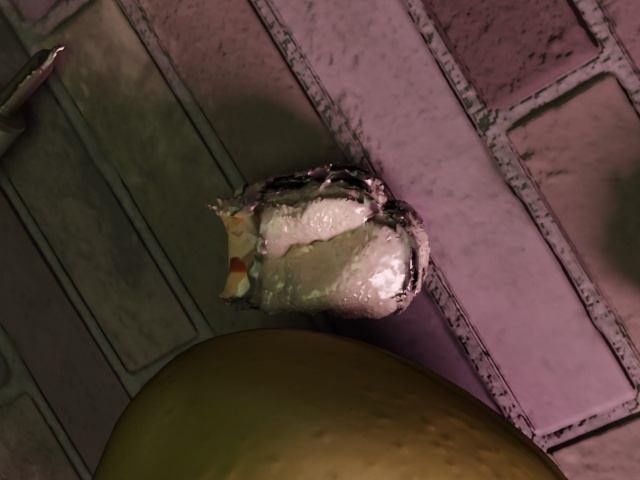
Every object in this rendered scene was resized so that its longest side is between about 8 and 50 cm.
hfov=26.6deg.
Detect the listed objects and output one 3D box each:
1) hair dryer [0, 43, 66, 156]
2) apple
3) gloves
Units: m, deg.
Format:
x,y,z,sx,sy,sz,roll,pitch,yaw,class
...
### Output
x,y,z,sx,sy,sz,roll,pitch,yaw,class
-0.326,-0.039,1.085,0.107,0.173,0.357,47,110,3,hair dryer
0.002,0.237,0.894,0.357,0.357,0.357,10,112,25,apple
0.002,0.000,0.961,0.153,0.070,0.114,-1,99,22,gloves
